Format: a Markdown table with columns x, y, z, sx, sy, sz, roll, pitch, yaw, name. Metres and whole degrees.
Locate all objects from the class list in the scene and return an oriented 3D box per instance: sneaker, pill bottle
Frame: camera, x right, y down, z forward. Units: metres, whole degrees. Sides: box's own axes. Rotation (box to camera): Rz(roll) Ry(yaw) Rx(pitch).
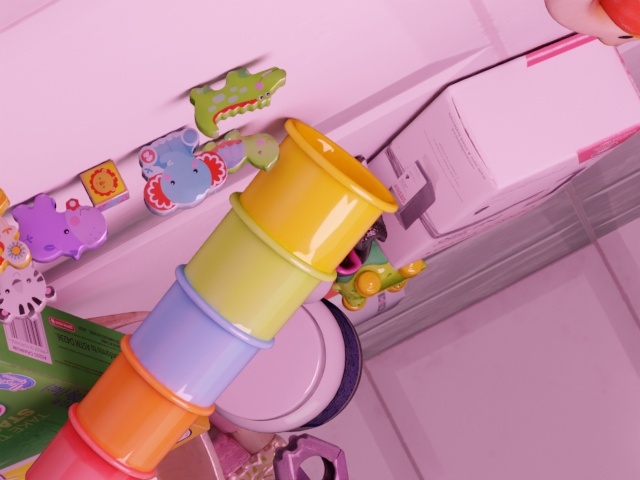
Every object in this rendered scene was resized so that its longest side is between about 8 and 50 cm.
| x | y | z | sx | sy | sz | roll | pitch | yaw | name |
| --- | --- | --- | --- | --- | --- | --- | --- | --- | --- |
| 0.000 | 0.000 | 1.576 | 0.072 | 0.077 | 0.178 | -22 | 172 | -24 | sneaker |
| -0.044 | 0.120 | 1.933 | 0.153 | 0.153 | 0.265 | -28 | 173 | 4 | pill bottle |

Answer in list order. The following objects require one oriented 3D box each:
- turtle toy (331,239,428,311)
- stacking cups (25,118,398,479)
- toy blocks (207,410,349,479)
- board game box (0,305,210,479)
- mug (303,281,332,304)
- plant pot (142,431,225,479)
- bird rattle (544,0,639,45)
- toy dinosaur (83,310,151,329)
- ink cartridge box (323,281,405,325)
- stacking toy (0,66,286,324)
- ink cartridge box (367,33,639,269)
| x | y | z | sx | sy | sz | roll | pitch | yaw | name |
| --- | --- | --- | --- | --- | --- | --- | --- | --- | --- |
| 0.066 | 0.019 | 1.957 | 0.130 | 0.066 | 0.095 | -25 | 172 | -17 | turtle toy |
| -0.079 | 0.070 | 1.278 | 0.316 | 0.096 | 0.096 | -52 | 168 | 9 | stacking cups |
| -0.167 | 0.259 | 2.131 | 0.288 | 0.260 | 0.309 | -40 | -168 | -15 | toy blocks |
| -0.278 | 0.156 | 1.412 | 0.316 | 0.064 | 0.242 | -31 | 149 | 23 | board game box |
| -0.034 | 0.031 | 1.740 | 0.078 | 0.062 | 0.064 | -38 | 161 | 23 | mug |
| -0.292 | 0.283 | 1.735 | 0.305 | 0.333 | 0.334 | -18 | 177 | 25 | plant pot |
| 0.238 | -0.162 | 1.170 | 0.207 | 0.143 | 0.253 | -13 | 175 | 23 | bird rattle |
| -0.209 | 0.076 | 1.497 | 0.212 | 0.064 | 0.112 | -16 | -176 | -1 | toy dinosaur |
| 0.011 | 0.078 | 2.222 | 0.189 | 0.066 | 0.232 | -25 | 176 | -10 | ink cartridge box |
| -0.116 | -0.023 | 1.134 | 0.221 | 0.052 | 0.167 | -27 | 172 | -7 | stacking toy |
| 0.139 | -0.070 | 1.529 | 0.159 | 0.092 | 0.218 | -23 | 173 | -25 | ink cartridge box |
